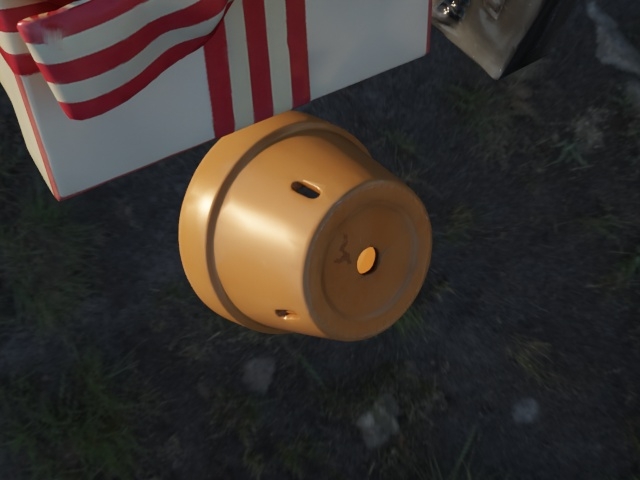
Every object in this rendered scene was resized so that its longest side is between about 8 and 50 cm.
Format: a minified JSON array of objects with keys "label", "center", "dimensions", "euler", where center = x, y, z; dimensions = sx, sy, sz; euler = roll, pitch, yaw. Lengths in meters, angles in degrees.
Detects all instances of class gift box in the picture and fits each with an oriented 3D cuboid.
[{"label":"gift box","center":[-0.093,-0.200,0.475],"dimensions":[0.255,0.276,0.258],"euler":[-28,53,-14]}]

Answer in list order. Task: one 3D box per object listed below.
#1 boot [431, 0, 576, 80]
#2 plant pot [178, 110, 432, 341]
[{"label":"boot","center":[0.162,-0.420,0.894],"dimensions":[0.146,0.445,0.367],"euler":[-17,63,-20]},{"label":"plant pot","center":[0.000,0.000,1.226],"dimensions":[0.291,0.203,0.290],"euler":[-15,115,-34]}]
